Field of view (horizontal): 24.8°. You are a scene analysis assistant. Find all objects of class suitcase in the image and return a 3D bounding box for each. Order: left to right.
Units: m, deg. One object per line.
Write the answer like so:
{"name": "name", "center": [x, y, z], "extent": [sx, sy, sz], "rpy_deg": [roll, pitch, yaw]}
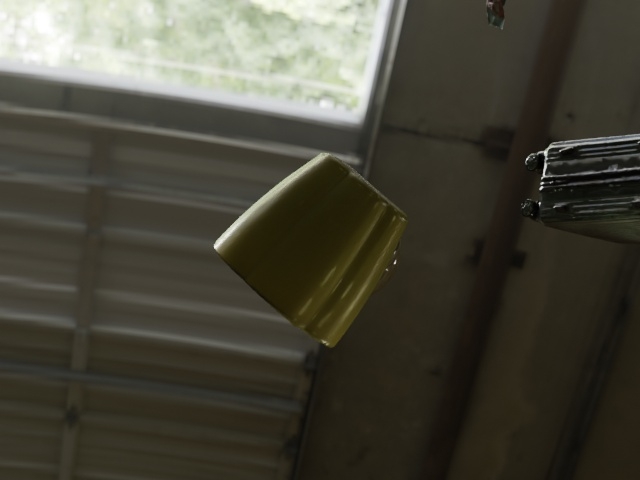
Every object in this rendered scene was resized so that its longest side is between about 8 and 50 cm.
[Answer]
{"name": "suitcase", "center": [0.447, -0.067, 2.011], "extent": [0.202, 0.128, 0.312], "rpy_deg": [12, 171, -35]}

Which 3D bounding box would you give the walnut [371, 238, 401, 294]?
{"name": "walnut", "center": [0.035, 0.013, 1.925], "extent": [0.162, 0.140, 0.140], "rpy_deg": [-26, -135, -23]}

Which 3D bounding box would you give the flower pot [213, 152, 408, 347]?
{"name": "flower pot", "center": [0.000, 0.000, 1.722], "extent": [0.195, 0.179, 0.195], "rpy_deg": [41, -177, -3]}

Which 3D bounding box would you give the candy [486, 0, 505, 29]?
{"name": "candy", "center": [0.163, -0.377, 1.622], "extent": [0.086, 0.292, 0.059], "rpy_deg": [-28, -169, -29]}
